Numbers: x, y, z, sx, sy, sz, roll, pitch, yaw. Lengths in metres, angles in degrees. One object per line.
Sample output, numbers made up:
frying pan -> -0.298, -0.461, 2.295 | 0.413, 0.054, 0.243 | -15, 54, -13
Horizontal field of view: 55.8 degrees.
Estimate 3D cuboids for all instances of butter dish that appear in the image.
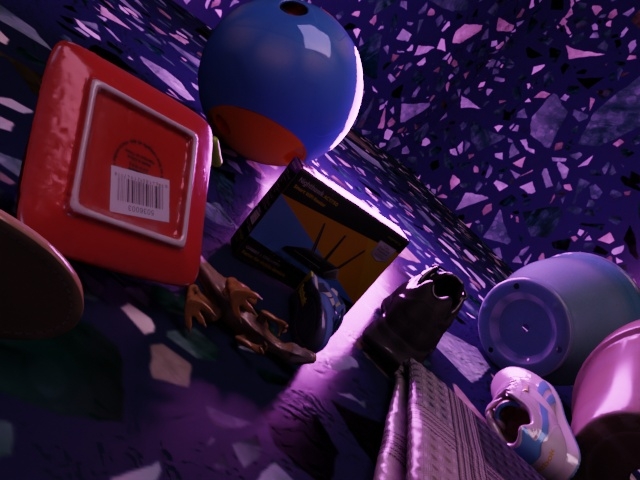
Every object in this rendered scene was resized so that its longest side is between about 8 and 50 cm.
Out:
butter dish -> -0.181, -0.047, 0.492 | 0.160, 0.118, 0.160 | 24, 62, -50

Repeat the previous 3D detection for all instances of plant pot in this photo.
plant pot -> 0.445, 0.157, 1.169 | 0.255, 0.272, 0.272 | 2, 38, -44
plant pot -> 0.484, 0.285, 0.843 | 0.280, 0.323, 0.323 | -7, 47, -49

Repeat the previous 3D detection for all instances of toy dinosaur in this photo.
toy dinosaur -> -0.093, 0.048, 0.554 | 0.211, 0.064, 0.112 | 50, -3, 2

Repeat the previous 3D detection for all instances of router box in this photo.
router box -> 0.000, 0.000, 0.741 | 0.178, 0.133, 0.046 | 31, 16, -28

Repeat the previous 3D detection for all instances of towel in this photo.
towel -> 0.179, 0.278, 0.565 | 0.312, 0.056, 0.324 | 43, 13, 0

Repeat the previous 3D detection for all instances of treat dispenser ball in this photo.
treat dispenser ball -> -0.070, -0.274, 1.061 | 0.288, 0.288, 0.288 | 37, 15, -12

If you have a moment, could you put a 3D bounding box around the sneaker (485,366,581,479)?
sneaker -> 0.277, 0.233, 0.836 | 0.092, 0.087, 0.229 | 36, 13, -8

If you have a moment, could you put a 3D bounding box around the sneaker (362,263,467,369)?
sneaker -> 0.151, 0.094, 0.848 | 0.109, 0.130, 0.286 | 39, 14, 5

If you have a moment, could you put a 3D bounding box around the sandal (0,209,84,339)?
sandal -> -0.239, -0.024, 0.320 | 0.240, 0.088, 0.079 | 24, 27, -32

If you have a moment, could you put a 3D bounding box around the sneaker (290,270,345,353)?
sneaker -> 0.003, 0.083, 0.667 | 0.059, 0.053, 0.144 | 38, 16, -15

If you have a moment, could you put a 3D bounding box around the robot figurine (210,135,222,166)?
robot figurine -> -0.176, -0.116, 0.772 | 0.101, 0.067, 0.115 | 12, 10, 14
